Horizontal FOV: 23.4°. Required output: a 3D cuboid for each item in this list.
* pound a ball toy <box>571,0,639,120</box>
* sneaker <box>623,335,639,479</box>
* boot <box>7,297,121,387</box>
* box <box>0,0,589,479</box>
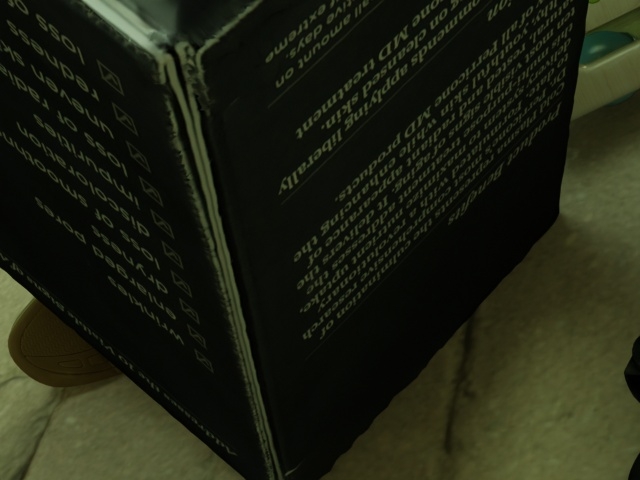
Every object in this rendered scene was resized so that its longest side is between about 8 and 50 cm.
[{"bbox_3d":[0.270,-0.212,1.083,0.319,0.136,0.208,-25,28,8],"label":"pound a ball toy"},{"bbox_3d":[0.219,0.035,0.824,0.124,0.107,0.283,-17,35,33],"label":"sneaker"},{"bbox_3d":[-0.132,-0.015,1.196,0.262,0.095,0.203,-41,25,7],"label":"boot"},{"bbox_3d":[-0.117,-0.170,0.874,0.480,0.472,0.297,38,68,21],"label":"box"}]
